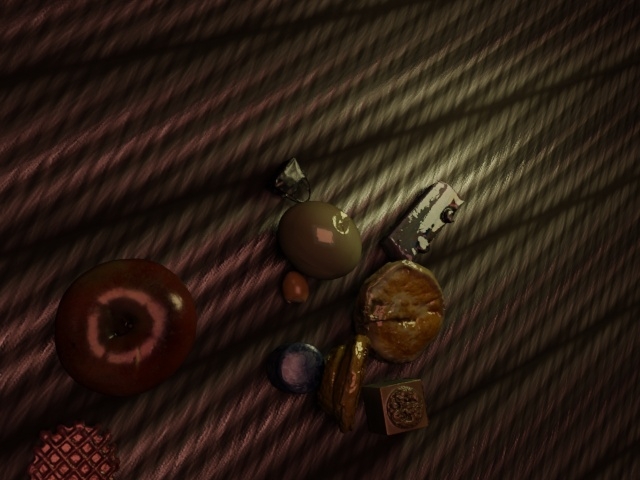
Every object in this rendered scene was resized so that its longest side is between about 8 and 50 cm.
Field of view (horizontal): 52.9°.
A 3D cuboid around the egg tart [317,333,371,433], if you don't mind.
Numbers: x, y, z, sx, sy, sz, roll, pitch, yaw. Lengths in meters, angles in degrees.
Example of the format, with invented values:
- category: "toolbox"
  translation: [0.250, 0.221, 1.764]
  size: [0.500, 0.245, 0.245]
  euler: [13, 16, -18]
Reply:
- category: "egg tart"
  translation: [0.067, 0.398, 1.822]
  size: [0.115, 0.290, 0.290]
  euler: [12, 73, 9]

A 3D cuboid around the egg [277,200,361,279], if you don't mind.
- category: "egg"
  translation: [0.000, 0.000, 1.880]
  size: [0.269, 0.219, 0.219]
  euler: [27, 71, -19]

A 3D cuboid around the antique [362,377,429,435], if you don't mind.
- category: "antique"
  translation: [0.230, 0.495, 1.922]
  size: [0.152, 0.148, 0.146]
  euler: [-6, 81, -21]

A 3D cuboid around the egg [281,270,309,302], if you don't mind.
- category: "egg"
  translation: [-0.074, 0.138, 1.898]
  size: [0.080, 0.080, 0.096]
  euler: [6, 69, -22]

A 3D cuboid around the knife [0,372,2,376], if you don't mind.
- category: "knife"
  translation: [-0.830, 0.314, 1.585]
  size: [0.091, 0.005, 0.014]
  euler: [27, 72, -16]

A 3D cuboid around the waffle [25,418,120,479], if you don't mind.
- category: "waffle"
  translation: [-0.613, 0.566, 1.601]
  size: [0.221, 0.055, 0.234]
  euler: [9, 76, -22]

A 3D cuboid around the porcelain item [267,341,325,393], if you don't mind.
- category: "porcelain item"
  translation: [-0.069, 0.364, 1.838]
  size: [0.147, 0.114, 0.147]
  euler: [4, 79, -23]

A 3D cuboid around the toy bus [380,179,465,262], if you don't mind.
- category: "toy bus"
  translation: [0.329, -0.054, 2.093]
  size: [0.138, 0.112, 0.317]
  euler: [46, 66, -4]

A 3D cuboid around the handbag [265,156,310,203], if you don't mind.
- category: "handbag"
  translation: [-0.085, -0.167, 1.966]
  size: [0.139, 0.072, 0.115]
  euler: [44, 64, -24]

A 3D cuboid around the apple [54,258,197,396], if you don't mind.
- category: "apple"
  translation: [-0.480, 0.214, 1.604]
  size: [0.349, 0.277, 0.348]
  euler: [4, 78, -19]

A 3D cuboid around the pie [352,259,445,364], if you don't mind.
- category: "pie"
  translation: [0.248, 0.222, 1.999]
  size: [0.339, 0.077, 0.339]
  euler: [-4, 99, -22]
